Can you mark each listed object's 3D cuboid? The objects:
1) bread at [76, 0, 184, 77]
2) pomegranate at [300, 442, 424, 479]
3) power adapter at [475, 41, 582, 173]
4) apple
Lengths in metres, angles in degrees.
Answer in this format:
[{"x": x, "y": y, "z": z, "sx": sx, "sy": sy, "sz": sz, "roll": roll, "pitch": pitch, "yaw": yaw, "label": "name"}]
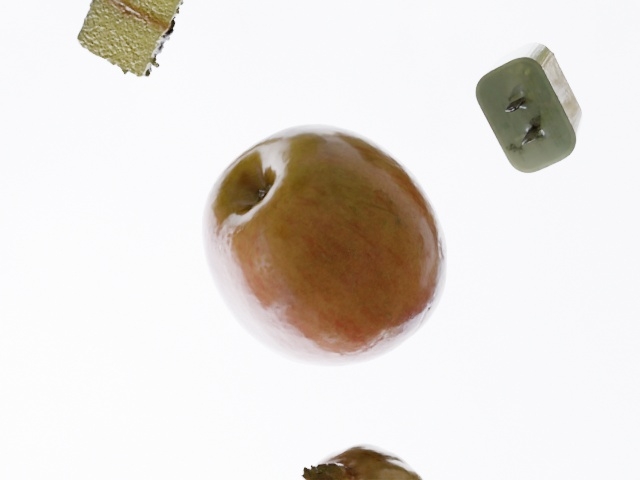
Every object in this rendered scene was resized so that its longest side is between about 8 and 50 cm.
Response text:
[{"x": -0.348, "y": -0.449, "z": 1.718, "sx": 0.142, "sy": 0.266, "sz": 0.178, "roll": 3, "pitch": -134, "yaw": -42, "label": "bread"}, {"x": 0.064, "y": 0.369, "z": 1.238, "sx": 0.207, "sy": 0.207, "sz": 0.207, "roll": 18, "pitch": -124, "yaw": -29, "label": "pomegranate"}, {"x": 0.352, "y": -0.222, "z": 1.578, "sx": 0.187, "sy": 0.124, "sz": 0.255, "roll": 60, "pitch": -156, "yaw": -7, "label": "power adapter"}, {"x": 0.000, "y": 0.000, "z": 1.413, "sx": 0.364, "sy": 0.364, "sz": 0.364, "roll": 18, "pitch": -124, "yaw": -29, "label": "apple"}]
